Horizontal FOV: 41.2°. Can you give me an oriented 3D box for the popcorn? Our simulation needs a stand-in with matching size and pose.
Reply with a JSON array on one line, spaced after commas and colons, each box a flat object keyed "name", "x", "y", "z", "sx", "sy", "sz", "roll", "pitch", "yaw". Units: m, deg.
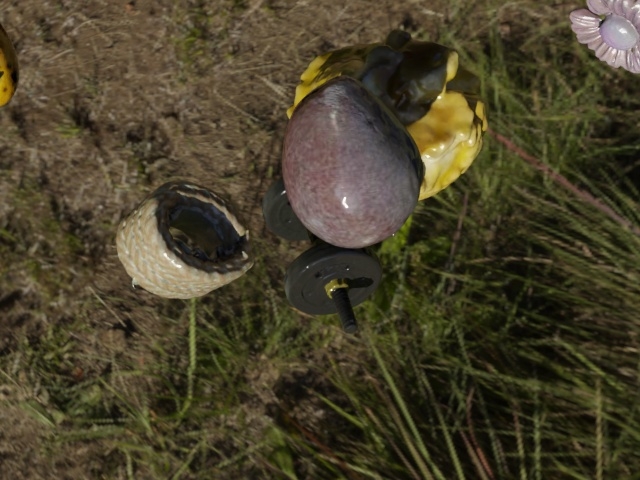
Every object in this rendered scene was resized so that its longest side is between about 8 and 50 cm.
[{"name": "popcorn", "x": 0.138, "y": -0.229, "z": 1.715, "sx": 0.354, "sy": 0.390, "sz": 0.344, "roll": 25, "pitch": 75, "yaw": -35}]

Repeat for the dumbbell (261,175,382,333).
[{"name": "dumbbell", "x": 0.000, "y": 0.000, "z": 1.252, "sx": 0.143, "sy": 0.326, "sz": 0.143, "roll": -11, "pitch": 142, "yaw": -9}]

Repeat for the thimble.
[{"name": "thimble", "x": -0.253, "y": 0.002, "z": 1.590, "sx": 0.229, "sy": 0.148, "sz": 0.196, "roll": 8, "pitch": 65, "yaw": -42}]

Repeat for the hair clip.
[{"name": "hair clip", "x": 0.525, "y": -0.371, "z": 1.356, "sx": 0.173, "sy": 0.300, "sz": 0.069, "roll": 41, "pitch": 59, "yaw": -1}]

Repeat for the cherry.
[{"name": "cherry", "x": 0.029, "y": -0.076, "z": 0.880, "sx": 0.176, "sy": 0.140, "sz": 0.176, "roll": 41, "pitch": 34, "yaw": -37}]

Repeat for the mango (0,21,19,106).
[{"name": "mango", "x": -0.440, "y": -0.245, "z": 1.073, "sx": 0.090, "sy": 0.115, "sz": 0.178, "roll": -14, "pitch": 61, "yaw": -32}]
